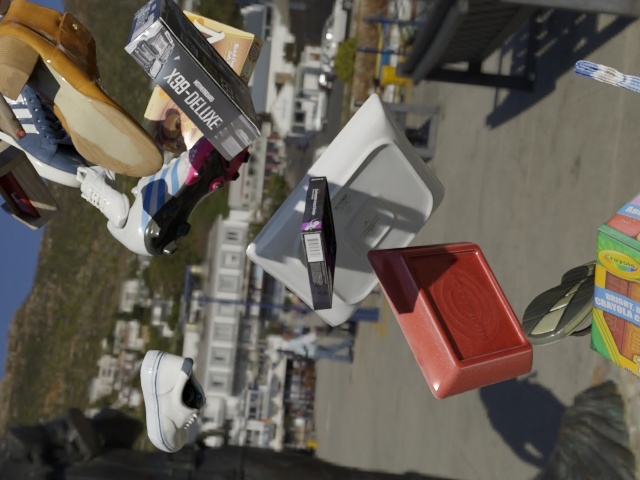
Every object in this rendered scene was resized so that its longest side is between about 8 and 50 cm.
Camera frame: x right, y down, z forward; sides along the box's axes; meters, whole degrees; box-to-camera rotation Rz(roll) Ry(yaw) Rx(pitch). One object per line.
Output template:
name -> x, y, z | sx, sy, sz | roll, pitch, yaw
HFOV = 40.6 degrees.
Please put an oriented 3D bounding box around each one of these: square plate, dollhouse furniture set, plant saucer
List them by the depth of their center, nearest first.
dollhouse furniture set -> -0.352, -0.060, 0.852 | 0.129, 0.129, 0.183 | -44, -45, -24
plant saucer -> 0.225, 0.108, 1.396 | 0.048, 0.259, 0.258 | -42, 64, 39
square plate -> 0.070, -0.032, 1.537 | 0.347, 0.049, 0.344 | -51, -38, -4

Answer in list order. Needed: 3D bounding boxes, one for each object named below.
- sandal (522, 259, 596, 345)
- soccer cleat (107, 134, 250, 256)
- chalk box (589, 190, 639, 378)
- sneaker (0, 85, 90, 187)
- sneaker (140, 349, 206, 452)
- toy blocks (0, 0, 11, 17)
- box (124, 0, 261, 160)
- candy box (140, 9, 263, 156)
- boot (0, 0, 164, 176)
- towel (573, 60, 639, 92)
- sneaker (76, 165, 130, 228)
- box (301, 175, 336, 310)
sandal -> 0.434, 0.106, 1.423 | 0.303, 0.120, 0.086 | -28, -81, -49
soccer cleat -> -0.261, -0.113, 1.591 | 0.331, 0.143, 0.116 | -54, -34, -30
chalk box -> 0.441, 0.031, 1.000 | 0.180, 0.179, 0.289 | 35, 153, 39
sneaker -> -0.528, -0.243, 1.612 | 0.148, 0.350, 0.131 | -53, -18, 13
sneaker -> -0.247, 0.290, 1.497 | 0.258, 0.091, 0.094 | 89, -166, -48
toy blocks -> -0.514, -0.333, 1.300 | 0.123, 0.054, 0.148 | -59, 20, 3
box -> -0.215, -0.289, 1.473 | 0.242, 0.076, 0.307 | 48, -170, -23
candy box -> -0.276, -0.343, 1.985 | 0.087, 0.183, 0.316 | 13, -81, -79
boot -> -0.351, -0.239, 1.307 | 0.104, 0.295, 0.211 | -40, 32, 29
towel -> 0.669, -0.303, 1.720 | 0.285, 0.209, 0.034 | 37, 117, 54
sneaker -> -0.347, -0.068, 1.375 | 0.152, 0.061, 0.053 | 51, 125, 42
box -> 0.000, 0.000, 1.143 | 0.162, 0.029, 0.116 | -87, -10, -60
